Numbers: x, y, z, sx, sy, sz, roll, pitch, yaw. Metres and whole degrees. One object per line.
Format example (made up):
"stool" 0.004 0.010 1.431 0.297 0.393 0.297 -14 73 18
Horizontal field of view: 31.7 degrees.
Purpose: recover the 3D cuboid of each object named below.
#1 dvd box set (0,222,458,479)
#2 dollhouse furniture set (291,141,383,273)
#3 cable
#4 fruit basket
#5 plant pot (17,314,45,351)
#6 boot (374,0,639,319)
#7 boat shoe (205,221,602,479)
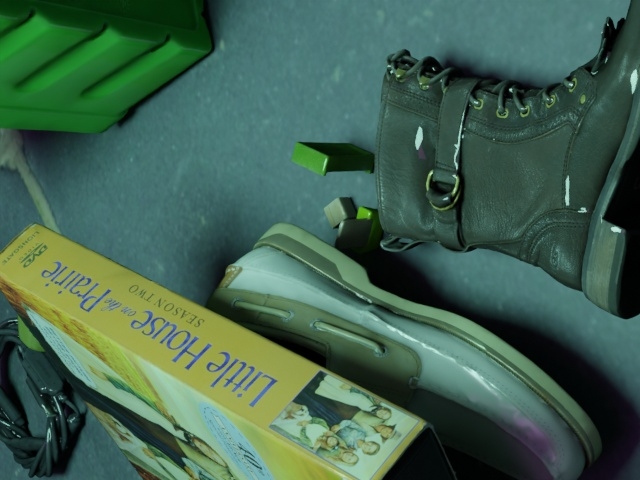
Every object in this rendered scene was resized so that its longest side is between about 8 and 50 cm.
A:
"dvd box set" -0.052 0.166 0.844 0.420 0.062 0.307 22 148 41
"dollhouse furniture set" 0.000 0.000 0.892 0.076 0.058 0.152 30 115 40
"cable" -0.330 0.174 1.261 0.184 0.047 0.150 43 127 31
"fruit basket" -0.328 -0.196 0.983 0.392 0.392 0.283 -12 86 45
"plant pot" -0.287 0.074 1.184 0.083 0.083 0.079 53 140 27
"boot" 0.128 -0.087 0.733 0.229 0.091 0.263 25 114 40
"boat shoe" 0.045 0.099 0.788 0.302 0.103 0.113 28 150 33
